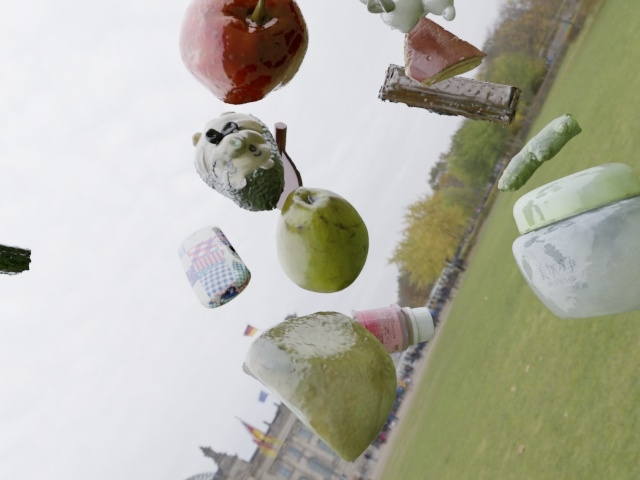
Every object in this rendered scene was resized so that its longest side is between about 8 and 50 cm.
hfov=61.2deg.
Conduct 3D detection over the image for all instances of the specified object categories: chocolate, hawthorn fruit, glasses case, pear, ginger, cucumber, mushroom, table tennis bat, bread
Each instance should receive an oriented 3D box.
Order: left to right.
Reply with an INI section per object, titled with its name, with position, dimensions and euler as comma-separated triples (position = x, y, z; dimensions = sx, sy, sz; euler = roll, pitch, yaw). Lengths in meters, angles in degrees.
[cucumber]
position = -0.531, 0.018, 0.821
dimensions = 0.058, 0.058, 0.187
euler = -65, -26, -1
[glasses case]
position = -0.249, 0.051, 1.234
dimensions = 0.125, 0.327, 0.076
euler = -35, -59, -8
[hawthorn fruit]
position = -0.162, -0.457, 1.200
dimensions = 0.287, 0.287, 0.330
euler = -62, 15, -15
[table tennis bat]
position = -0.129, -0.221, 1.682
dimensions = 0.038, 0.200, 0.310
euler = -33, -36, -36
[mushroom]
position = -0.004, 0.215, 1.000
dimensions = 0.217, 0.292, 0.212
euler = -49, -53, -15
[pear]
position = 0.000, 0.000, 1.417
dimensions = 0.253, 0.253, 0.307
euler = -54, -36, -39
[bread]
position = 0.229, -0.382, 1.111
dimensions = 0.119, 0.192, 0.067
euler = -57, -10, 8
[chocolate]
position = 0.298, -0.347, 1.272
dimensions = 0.065, 0.329, 0.102
euler = 12, -87, -76
[ginger]
position = 0.613, -0.245, 1.532
dimensions = 0.290, 0.089, 0.137
euler = -48, 16, 51

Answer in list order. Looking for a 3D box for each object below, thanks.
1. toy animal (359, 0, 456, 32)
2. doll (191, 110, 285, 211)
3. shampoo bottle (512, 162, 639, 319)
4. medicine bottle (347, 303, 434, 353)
[toy animal]
position = 0.141, -0.440, 0.980
dimensions = 0.182, 0.131, 0.127
euler = -18, -32, -8
[doll]
position = -0.220, -0.217, 1.458
dimensions = 0.247, 0.349, 0.247
euler = -18, -46, -19
[shampoo bottle]
position = 0.598, 0.011, 1.189
dimensions = 0.323, 0.317, 0.322
euler = -20, -6, -2
[medicine bottle]
position = 0.204, 0.266, 1.607
dimensions = 0.147, 0.247, 0.147
euler = 172, 90, -84
